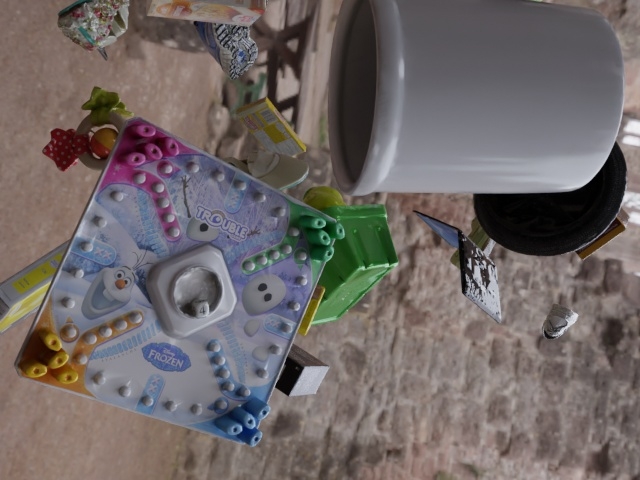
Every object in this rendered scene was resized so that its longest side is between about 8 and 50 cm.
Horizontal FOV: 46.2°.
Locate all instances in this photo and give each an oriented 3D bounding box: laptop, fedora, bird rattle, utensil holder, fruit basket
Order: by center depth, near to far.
[{"bbox_3d":[0.230,-0.230,1.206,0.327,0.385,0.327,-179,-90,-77],"label":"utensil holder"},{"bbox_3d":[0.491,-0.104,1.568,0.152,0.334,0.334,17,83,-47],"label":"fedora"},{"bbox_3d":[0.349,0.065,1.922,0.234,0.137,0.264,34,48,-47],"label":"laptop"},{"bbox_3d":[-0.593,-0.270,1.973,0.253,0.207,0.143,-49,165,-4],"label":"bird rattle"},{"bbox_3d":[0.000,0.000,2.014,0.283,0.392,0.392,-5,112,-45],"label":"fruit basket"}]

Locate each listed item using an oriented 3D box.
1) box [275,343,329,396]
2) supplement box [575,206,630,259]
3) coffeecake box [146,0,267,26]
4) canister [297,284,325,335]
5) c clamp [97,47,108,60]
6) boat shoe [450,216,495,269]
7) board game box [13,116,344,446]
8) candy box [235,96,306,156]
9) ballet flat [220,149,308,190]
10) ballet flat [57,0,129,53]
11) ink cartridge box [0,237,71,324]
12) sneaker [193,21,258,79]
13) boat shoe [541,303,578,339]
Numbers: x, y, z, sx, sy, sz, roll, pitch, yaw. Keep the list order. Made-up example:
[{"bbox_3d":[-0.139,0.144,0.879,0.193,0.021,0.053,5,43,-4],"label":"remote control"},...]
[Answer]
[{"bbox_3d":[-0.087,0.334,1.989,0.093,0.156,0.158,-64,153,5],"label":"box"},{"bbox_3d":[0.657,-0.079,1.879,0.129,0.191,0.194,-41,172,26],"label":"supplement box"},{"bbox_3d":[-0.196,-0.419,1.277,0.142,0.185,0.068,-166,-103,-73],"label":"coffeecake box"},{"bbox_3d":[-0.088,0.124,1.649,0.073,0.170,0.126,111,2,-59],"label":"canister"},{"bbox_3d":[-0.480,-0.444,1.566,0.161,0.022,0.137,-162,-129,-83],"label":"c clamp"},{"bbox_3d":[0.504,-0.037,2.305,0.109,0.098,0.302,4,119,-57],"label":"boat shoe"},{"bbox_3d":[-0.180,0.076,1.104,0.050,0.390,0.390,11,-103,58],"label":"board game box"},{"bbox_3d":[-0.138,-0.310,2.118,0.206,0.105,0.027,50,37,-37],"label":"candy box"},{"bbox_3d":[-0.143,-0.139,1.505,0.086,0.248,0.086,16,71,-56],"label":"ballet flat"},{"bbox_3d":[-0.340,-0.342,1.160,0.077,0.091,0.241,56,18,-23],"label":"ballet flat"},{"bbox_3d":[-0.620,0.103,1.640,0.303,0.072,0.307,-37,-178,44],"label":"ink cartridge box"},{"bbox_3d":[-0.240,-0.513,1.750,0.130,0.147,0.330,-46,167,-19],"label":"sneaker"},{"bbox_3d":[0.551,0.195,1.756,0.063,0.066,0.184,-61,171,-11],"label":"boat shoe"}]
